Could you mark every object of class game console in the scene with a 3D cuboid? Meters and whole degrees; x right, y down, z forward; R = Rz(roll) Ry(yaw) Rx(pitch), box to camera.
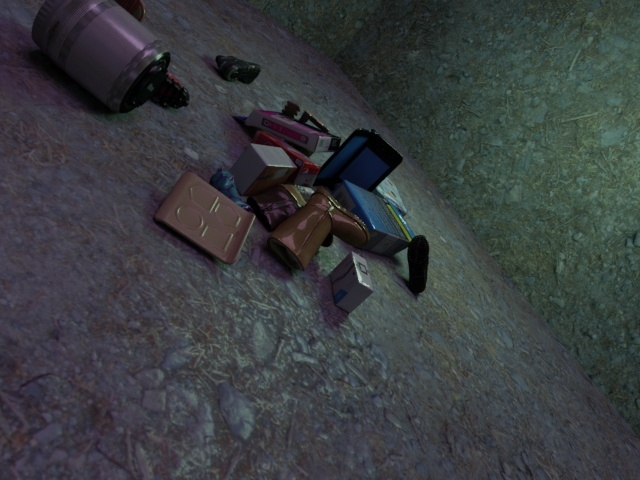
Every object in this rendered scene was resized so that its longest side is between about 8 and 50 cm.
[{"bbox_3d":[0.133,-0.263,1.944,0.250,0.293,0.173,38,26,-16],"label":"game console"}]

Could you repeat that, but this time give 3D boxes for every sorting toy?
[{"bbox_3d":[-0.272,-0.053,1.239,0.208,0.038,0.193,33,39,-15],"label":"sorting toy"}]

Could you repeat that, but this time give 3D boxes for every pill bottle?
[{"bbox_3d":[-0.093,-0.299,1.873,0.103,0.103,0.184,29,28,-32],"label":"pill bottle"}]

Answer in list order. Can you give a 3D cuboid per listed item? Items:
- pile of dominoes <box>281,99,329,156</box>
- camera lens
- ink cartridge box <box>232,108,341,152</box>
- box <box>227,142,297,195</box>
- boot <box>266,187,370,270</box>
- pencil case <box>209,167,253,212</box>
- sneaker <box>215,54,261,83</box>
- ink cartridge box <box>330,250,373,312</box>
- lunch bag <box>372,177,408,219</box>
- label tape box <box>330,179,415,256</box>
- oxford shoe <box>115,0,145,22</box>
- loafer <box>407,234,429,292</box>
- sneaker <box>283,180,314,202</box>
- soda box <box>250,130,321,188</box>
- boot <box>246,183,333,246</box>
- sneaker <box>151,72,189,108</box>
[{"bbox_3d":[-0.071,-0.442,2.005,0.196,0.251,0.040,40,65,-5],"label":"pile of dominoes"},{"bbox_3d":[-0.538,-0.478,1.302,0.274,0.219,0.219,40,24,-12],"label":"camera lens"},{"bbox_3d":[-0.122,-0.410,1.878,0.370,0.069,0.175,25,20,23],"label":"ink cartridge box"},{"bbox_3d":[-0.176,-0.211,1.563,0.091,0.130,0.170,52,25,14],"label":"box"},{"bbox_3d":[0.000,0.000,1.477,0.236,0.089,0.269,40,46,-4],"label":"boot"},{"bbox_3d":[-0.243,-0.120,1.387,0.152,0.070,0.064,59,-10,27],"label":"pencil case"},{"bbox_3d":[-0.343,-0.735,2.185,0.106,0.101,0.267,45,23,7],"label":"sneaker"},{"bbox_3d":[0.086,0.108,1.500,0.060,0.104,0.180,31,26,-25],"label":"ink cartridge box"},{"bbox_3d":[0.269,-0.200,2.287,0.243,0.115,0.303,36,24,-24],"label":"lunch bag"},{"bbox_3d":[0.212,-0.068,1.981,0.347,0.115,0.249,19,36,-49],"label":"label tape box"},{"bbox_3d":[-0.736,-0.896,1.776,0.397,0.140,0.146,46,17,-3],"label":"oxford shoe"},{"bbox_3d":[0.364,0.089,1.936,0.078,0.080,0.220,35,61,-72],"label":"loafer"},{"bbox_3d":[-0.088,-0.164,1.727,0.161,0.057,0.075,32,28,-17],"label":"sneaker"},{"bbox_3d":[-0.122,-0.271,1.709,0.092,0.084,0.263,5,27,-50],"label":"soda box"},{"bbox_3d":[-0.090,-0.055,1.550,0.248,0.090,0.207,52,38,7],"label":"boot"},{"bbox_3d":[-0.510,-0.498,1.532,0.276,0.097,0.135,28,31,-31],"label":"sneaker"}]
